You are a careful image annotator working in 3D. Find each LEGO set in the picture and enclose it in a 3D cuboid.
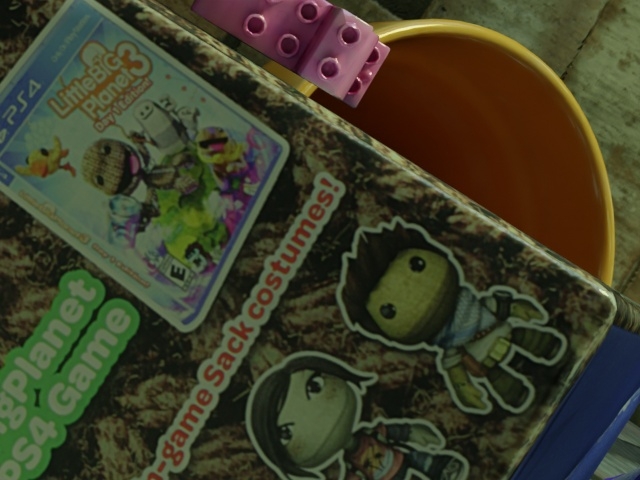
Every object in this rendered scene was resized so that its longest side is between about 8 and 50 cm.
[{"bbox_3d":[-0.058,-0.121,0.448,0.227,0.087,0.093,30,4,-14],"label":"LEGO set"}]

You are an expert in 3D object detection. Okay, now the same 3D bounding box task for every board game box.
[{"bbox_3d":[-0.072,0.002,0.497,0.291,0.141,0.232,33,4,14],"label":"board game box"}]

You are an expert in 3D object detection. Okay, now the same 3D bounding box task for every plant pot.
[{"bbox_3d":[0.000,0.000,0.899,0.205,0.205,0.188,30,-12,-32],"label":"plant pot"}]

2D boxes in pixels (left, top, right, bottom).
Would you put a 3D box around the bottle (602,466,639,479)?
[{"bbox_3d":[0.125,0.113,0.598,0.118,0.092,0.283,-7,-13,-9],"label":"bottle"}]
